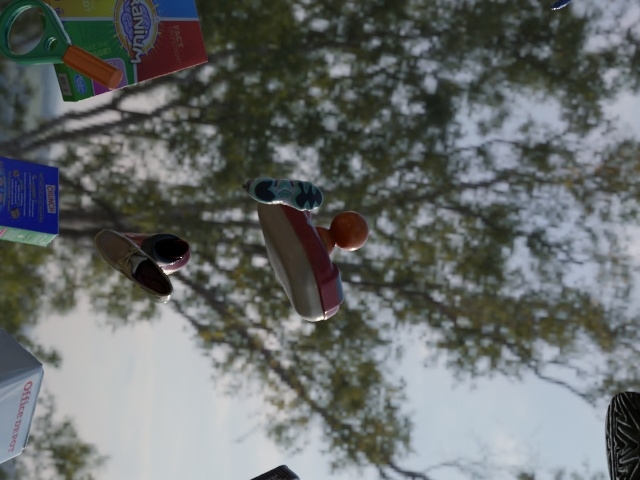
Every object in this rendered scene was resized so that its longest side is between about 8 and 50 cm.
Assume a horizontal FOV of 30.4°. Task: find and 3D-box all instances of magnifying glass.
[{"bbox_3d":[-0.351,-0.257,1.567,0.092,0.231,0.026,-61,153,2],"label":"magnifying glass"}]

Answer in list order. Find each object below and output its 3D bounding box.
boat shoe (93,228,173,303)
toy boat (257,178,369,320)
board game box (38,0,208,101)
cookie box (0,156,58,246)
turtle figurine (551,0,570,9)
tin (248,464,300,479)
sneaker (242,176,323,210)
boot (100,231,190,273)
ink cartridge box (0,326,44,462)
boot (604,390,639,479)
[{"bbox_3d":[-0.253,0.032,1.619,0.050,0.135,0.045,-52,-173,-19],"label":"boat shoe"},{"bbox_3d":[0.000,0.000,1.749,0.231,0.151,0.151,-120,-167,-45],"label":"toy boat"},{"bbox_3d":[-0.398,-0.437,2.372,0.064,0.316,0.242,12,-60,53],"label":"board game box"},{"bbox_3d":[-0.367,-0.048,1.396,0.040,0.107,0.092,-32,-125,48],"label":"cookie box"},{"bbox_3d":[0.336,-0.475,1.765,0.275,0.266,0.198,-60,160,-9],"label":"turtle figurine"},{"bbox_3d":[-0.097,0.412,1.830,0.040,0.189,0.106,39,-67,22],"label":"tin"},{"bbox_3d":[-0.050,-0.063,1.474,0.069,0.098,0.038,20,-82,64],"label":"sneaker"},{"bbox_3d":[-0.306,0.025,2.401,0.176,0.244,0.088,-1,-95,32],"label":"boot"},{"bbox_3d":[-0.644,0.305,1.992,0.129,0.307,0.223,37,-55,25],"label":"ink cartridge box"},{"bbox_3d":[0.497,0.239,1.330,0.348,0.260,0.131,144,-51,-74],"label":"boot"}]
